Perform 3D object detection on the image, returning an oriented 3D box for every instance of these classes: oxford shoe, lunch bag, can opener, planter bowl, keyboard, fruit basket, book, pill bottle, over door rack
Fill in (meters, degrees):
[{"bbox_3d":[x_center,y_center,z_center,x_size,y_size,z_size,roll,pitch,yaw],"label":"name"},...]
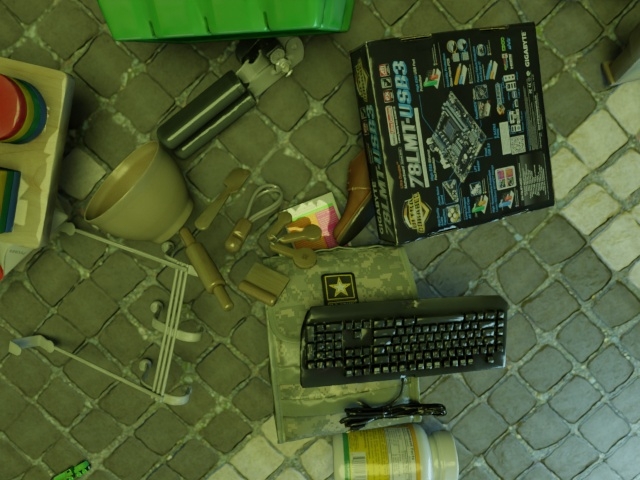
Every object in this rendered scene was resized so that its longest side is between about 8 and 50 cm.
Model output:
[{"bbox_3d":[0.071,-0.090,0.823,0.076,0.076,0.212,29,89,18],"label":"oxford shoe"},{"bbox_3d":[0.029,0.147,0.798,0.235,0.169,0.287,-5,100,-8],"label":"lunch bag"},{"bbox_3d":[-0.144,-0.244,0.800,0.280,0.074,0.093,-41,63,3],"label":"can opener"},{"bbox_3d":[-0.272,-0.062,0.786,0.162,0.162,0.109,-43,123,6],"label":"planter bowl"},{"bbox_3d":[0.125,0.183,0.722,0.317,0.033,0.201,-2,103,-13],"label":"keyboard"},{"bbox_3d":[-0.119,-0.455,0.643,0.392,0.283,0.392,6,111,16],"label":"fruit basket"},{"bbox_3d":[0.000,0.000,0.850,0.096,0.035,0.144,-20,99,-1],"label":"book"},{"bbox_3d":[0.126,0.382,0.867,0.208,0.117,0.117,-3,99,0],"label":"pill bottle"},{"bbox_3d":[-0.338,0.109,0.835,0.324,0.108,0.239,14,97,11],"label":"over door rack"}]

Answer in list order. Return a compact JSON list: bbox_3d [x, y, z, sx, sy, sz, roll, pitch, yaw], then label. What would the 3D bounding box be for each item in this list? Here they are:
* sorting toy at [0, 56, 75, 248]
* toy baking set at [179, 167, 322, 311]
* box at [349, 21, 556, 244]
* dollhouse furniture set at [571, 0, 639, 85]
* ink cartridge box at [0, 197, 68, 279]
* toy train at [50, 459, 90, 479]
[{"bbox_3d":[-0.502,-0.136,0.679,0.257,0.089,0.255,13,96,1],"label":"sorting toy"},{"bbox_3d":[-0.113,-0.006,0.770,0.197,0.030,0.256,-30,59,-22],"label":"toy baking set"},{"bbox_3d":[0.210,-0.166,0.767,0.293,0.073,0.295,-14,100,-15],"label":"box"},{"bbox_3d":[0.493,-0.395,0.765,0.212,0.161,0.242,-13,77,1],"label":"dollhouse furniture set"},{"bbox_3d":[-0.533,-0.035,0.794,0.225,0.056,0.181,-40,71,4],"label":"ink cartridge box"},{"bbox_3d":[-0.465,0.434,0.920,0.083,0.017,0.023,-29,88,4],"label":"toy train"}]
